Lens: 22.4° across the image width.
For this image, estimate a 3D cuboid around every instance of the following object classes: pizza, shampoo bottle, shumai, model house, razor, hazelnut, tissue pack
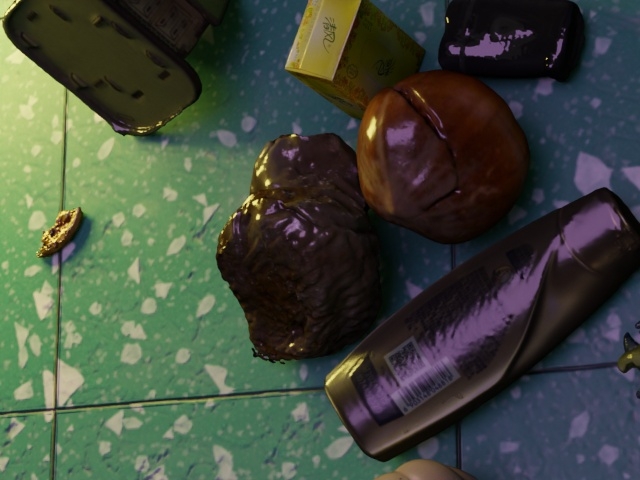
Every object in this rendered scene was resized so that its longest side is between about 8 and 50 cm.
[{"bbox_3d":[-0.310,-0.010,1.910,0.083,0.016,0.037,-46,56,12],"label":"pizza"},{"bbox_3d":[0.166,0.080,1.603,0.350,0.084,0.125,-39,66,14],"label":"shampoo bottle"},{"bbox_3d":[0.003,-0.001,1.692,0.184,0.218,0.185,13,46,34],"label":"shumai"},{"bbox_3d":[-0.188,-0.299,1.861,0.205,0.218,0.279,-23,31,56],"label":"model house"},{"bbox_3d":[0.198,-0.211,1.673,0.148,0.054,0.090,7,81,28],"label":"razor"},{"bbox_3d":[0.112,-0.082,1.627,0.182,0.182,0.182,-7,75,26],"label":"hazelnut"},{"bbox_3d":[0.040,-0.188,1.680,0.062,0.176,0.095,16,84,29],"label":"tissue pack"}]

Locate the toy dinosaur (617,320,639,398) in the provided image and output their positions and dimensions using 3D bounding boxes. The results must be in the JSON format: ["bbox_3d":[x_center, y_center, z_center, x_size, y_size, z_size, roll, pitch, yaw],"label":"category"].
[{"bbox_3d":[0.410,0.090,1.478,0.259,0.094,0.153,-34,68,7],"label":"toy dinosaur"}]

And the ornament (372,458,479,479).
[{"bbox_3d":[0.095,0.293,1.540,0.177,0.177,0.177,-7,75,26],"label":"ornament"}]
